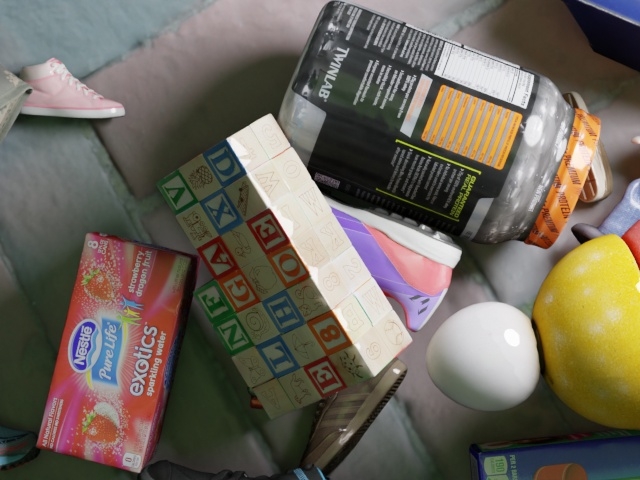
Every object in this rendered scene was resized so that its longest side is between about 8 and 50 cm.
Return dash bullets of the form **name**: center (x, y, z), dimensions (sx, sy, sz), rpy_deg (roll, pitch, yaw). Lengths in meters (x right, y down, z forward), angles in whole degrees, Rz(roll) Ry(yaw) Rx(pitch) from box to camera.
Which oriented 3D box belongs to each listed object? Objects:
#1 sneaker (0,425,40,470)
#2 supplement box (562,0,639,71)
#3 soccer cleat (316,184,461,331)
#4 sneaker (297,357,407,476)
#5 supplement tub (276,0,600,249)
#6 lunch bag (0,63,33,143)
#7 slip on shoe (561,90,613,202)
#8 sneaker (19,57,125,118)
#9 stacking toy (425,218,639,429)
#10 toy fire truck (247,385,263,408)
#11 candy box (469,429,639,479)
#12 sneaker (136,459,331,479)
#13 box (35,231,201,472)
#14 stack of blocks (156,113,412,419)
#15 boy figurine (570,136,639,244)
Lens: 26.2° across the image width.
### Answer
- **sneaker**: center (-0.457, 0.205, 1.613), dimensions (0.261, 0.104, 0.125), rpy_deg (8, 88, 0)
- **supplement box**: center (0.448, -0.362, 1.530), dimensions (0.195, 0.194, 0.356), rpy_deg (31, 89, 29)
- **soccer cleat**: center (0.000, 0.000, 1.575), dimensions (0.318, 0.108, 0.116), rpy_deg (21, 91, 19)
- **sneaker**: center (0.023, 0.205, 1.636), dimensions (0.071, 0.066, 0.188), rpy_deg (38, 85, 17)
- **supplement tub**: center (0.129, -0.124, 1.557), dimensions (0.338, 0.207, 0.207), rpy_deg (22, 90, 0)
- **lunch bag**: center (-0.507, -0.119, 1.579), dimensions (0.235, 0.169, 0.287), rpy_deg (37, 116, 3)
- **slip on shoe**: center (0.317, -0.112, 1.639), dimensions (0.041, 0.051, 0.135), rpy_deg (-10, 79, -39)
- **sneaker**: center (-0.299, -0.181, 1.638), dimensions (0.134, 0.051, 0.070), rpy_deg (5, 95, 5)
- **stacking toy**: center (0.348, 0.086, 1.467), dimensions (0.479, 0.350, 0.351), rpy_deg (-7, 90, 0)
- **toy fire truck**: center (-0.014, 0.110, 1.636), dimensions (0.135, 0.047, 0.192), rpy_deg (5, 90, 0)
- **candy box**: center (0.347, 0.355, 1.594), dimensions (0.317, 0.122, 0.268), rpy_deg (-6, 88, -1)
- **sneaker**: center (-0.057, 0.320, 1.576), dimensions (0.340, 0.125, 0.140), rpy_deg (20, 61, 28)
- **box**: center (-0.232, 0.127, 1.600), dimensions (0.128, 0.122, 0.257), rpy_deg (14, 90, 2)
- **stack of blocks**: center (-0.054, 0.032, 1.515), dimensions (0.171, 0.087, 0.297), rpy_deg (-27, 96, 41)
- **boy figurine**: center (0.425, -0.077, 1.601), dimensions (0.285, 0.092, 0.177), rpy_deg (-46, 121, -1)
